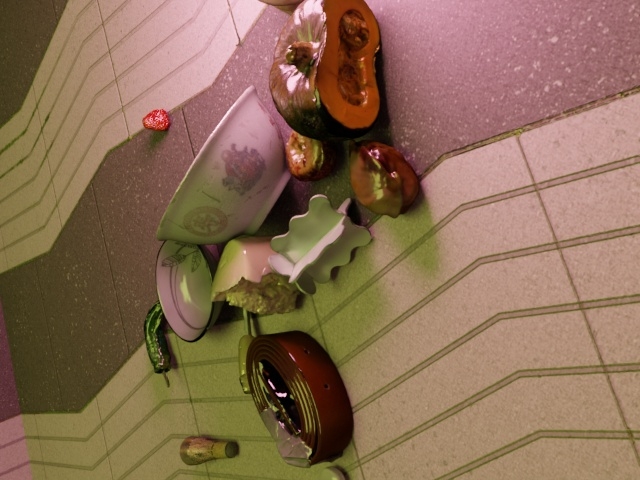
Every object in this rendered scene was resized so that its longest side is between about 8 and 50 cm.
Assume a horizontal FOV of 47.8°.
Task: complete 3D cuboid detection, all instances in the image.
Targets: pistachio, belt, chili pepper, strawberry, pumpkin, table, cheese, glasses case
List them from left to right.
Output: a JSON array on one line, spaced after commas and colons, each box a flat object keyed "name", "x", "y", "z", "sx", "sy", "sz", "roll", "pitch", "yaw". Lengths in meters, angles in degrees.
[{"name": "strawberry", "x": -0.502, "y": -0.366, "z": 2.201, "sx": 0.073, "sy": 0.083, "sz": 0.073, "roll": 13, "pitch": 109, "yaw": 41}, {"name": "chili pepper", "x": -0.500, "y": 0.325, "z": 2.258, "sx": 0.122, "sy": 0.065, "sz": 0.279, "roll": -26, "pitch": 70, "yaw": 50}, {"name": "cheese", "x": -0.189, "y": 0.272, "z": 1.893, "sx": 0.050, "sy": 0.127, "sz": 0.256, "roll": -9, "pitch": 71, "yaw": 5}, {"name": "belt", "x": -0.056, "y": 0.373, "z": 1.726, "sx": 0.217, "sy": 0.122, "sz": 0.339, "roll": -54, "pitch": 55, "yaw": 34}, {"name": "pumpkin", "x": -0.019, "y": -0.357, "z": 1.534, "sx": 0.232, "sy": 0.242, "sz": 0.325, "roll": -11, "pitch": 70, "yaw": 42}, {"name": "table", "x": 0.000, "y": 0.000, "z": 1.621, "sx": 0.198, "sy": 0.166, "sz": 0.167, "roll": -45, "pitch": 60, "yaw": 31}, {"name": "glasses case", "x": 0.020, "y": 0.631, "z": 1.711, "sx": 0.074, "sy": 0.049, "sz": 0.194, "roll": 22, "pitch": 107, "yaw": 46}, {"name": "pistachio", "x": 0.122, "y": -0.138, "z": 1.497, "sx": 0.210, "sy": 0.130, "sz": 0.165, "roll": 56, "pitch": 168, "yaw": 35}]

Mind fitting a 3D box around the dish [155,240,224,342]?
[{"name": "dish", "x": -0.350, "y": 0.128, "z": 2.050, "sx": 0.316, "sy": 0.106, "sz": 0.317, "roll": 9, "pitch": 102, "yaw": 48}]

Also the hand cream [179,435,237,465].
[{"name": "hand cream", "x": -0.315, "y": 0.601, "z": 2.072, "sx": 0.203, "sy": 0.084, "sz": 0.084, "roll": -17, "pitch": 80, "yaw": 40}]

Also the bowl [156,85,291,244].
[{"name": "bowl", "x": -0.197, "y": -0.134, "z": 1.737, "sx": 0.196, "sy": 0.435, "sz": 0.435, "roll": 33, "pitch": 126, "yaw": -5}]

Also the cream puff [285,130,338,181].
[{"name": "cream puff", "x": -0.015, "y": -0.205, "z": 1.666, "sx": 0.149, "sy": 0.084, "sz": 0.149, "roll": -4, "pitch": 85, "yaw": 49}]

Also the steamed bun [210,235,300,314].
[{"name": "steamed bun", "x": -0.140, "y": 0.094, "z": 1.719, "sx": 0.170, "sy": 0.225, "sz": 0.200, "roll": 24, "pitch": 109, "yaw": 45}]

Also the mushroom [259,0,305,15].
[{"name": "mushroom", "x": -0.079, "y": -0.606, "z": 1.659, "sx": 0.204, "sy": 0.204, "sz": 0.204, "roll": 5, "pitch": 96, "yaw": 48}]
